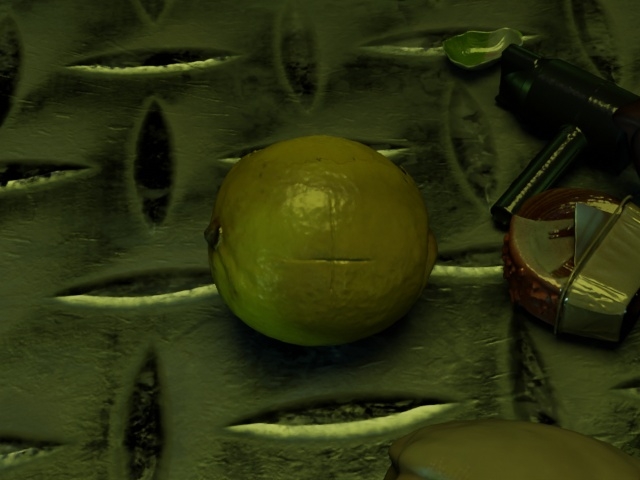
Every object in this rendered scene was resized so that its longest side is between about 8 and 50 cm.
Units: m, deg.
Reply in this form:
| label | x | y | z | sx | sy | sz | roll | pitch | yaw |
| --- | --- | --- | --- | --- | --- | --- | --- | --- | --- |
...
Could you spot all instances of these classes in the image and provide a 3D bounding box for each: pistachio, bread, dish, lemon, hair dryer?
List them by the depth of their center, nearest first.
| label | x | y | z | sx | sy | sz | roll | pitch | yaw |
| --- | --- | --- | --- | --- | --- | --- | --- | --- | --- |
| pistachio | 0.252 | 0.348 | 1.413 | 0.445 | 0.365 | 0.281 | 27 | 98 | 20 |
| lemon | 0.000 | 0.000 | 1.757 | 0.297 | 0.297 | 0.297 | -1 | 47 | 1 |
| bread | 0.358 | 0.022 | 1.817 | 0.212 | 0.142 | 0.224 | 28 | 55 | 21 |
| hair dryer | 0.318 | -0.149 | 2.012 | 0.244 | 0.116 | 0.302 | 30 | 62 | 29 |
| dish | 0.269 | -0.307 | 2.195 | 0.137 | 0.039 | 0.091 | -18 | 44 | -15 |

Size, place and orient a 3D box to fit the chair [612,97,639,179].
| label | x | y | z | sx | sy | sz | roll | pitch | yaw |
| --- | --- | --- | --- | --- | --- | --- | --- | --- | --- |
| chair | 0.607 | -0.168 | 1.927 | 0.401 | 0.226 | 0.226 | -28 | 52 | -23 |

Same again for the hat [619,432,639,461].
| label | x | y | z | sx | sy | sz | roll | pitch | yaw |
| --- | --- | --- | --- | --- | --- | --- | --- | --- | --- |
| hat | 0.467 | 0.284 | 1.582 | 0.265 | 0.128 | 0.265 | 2 | 47 | -2 |
